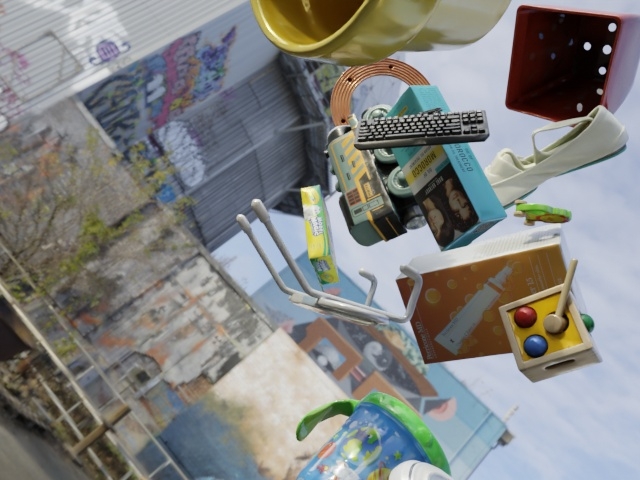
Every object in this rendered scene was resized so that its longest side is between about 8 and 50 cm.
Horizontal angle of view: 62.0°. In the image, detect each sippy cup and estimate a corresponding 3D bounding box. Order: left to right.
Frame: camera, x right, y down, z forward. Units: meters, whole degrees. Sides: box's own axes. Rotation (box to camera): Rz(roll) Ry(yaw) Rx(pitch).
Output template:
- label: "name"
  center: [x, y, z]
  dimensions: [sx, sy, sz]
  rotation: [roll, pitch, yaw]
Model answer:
- label: "sippy cup"
  center: [0.083, 0.442, 0.988]
  dimensions: [0.305, 0.224, 0.240]
  rotation: [-16, -78, 58]

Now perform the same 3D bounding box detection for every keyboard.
- label: "keyboard"
  center: [0.141, -0.163, 0.752]
  dimensions: [0.180, 0.108, 0.023]
  rotation: [-1, -56, 12]

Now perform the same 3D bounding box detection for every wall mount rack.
- label: "wall mount rack"
  center: [-0.008, 0.053, 0.923]
  dimensions: [0.304, 0.131, 0.350]
  rotation: [20, -10, -13]

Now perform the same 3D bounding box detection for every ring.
- label: "ring"
  center: [0.197, -0.403, 1.637]
  dimensions: [0.336, 0.336, 0.032]
  rotation: [48, -11, 7]

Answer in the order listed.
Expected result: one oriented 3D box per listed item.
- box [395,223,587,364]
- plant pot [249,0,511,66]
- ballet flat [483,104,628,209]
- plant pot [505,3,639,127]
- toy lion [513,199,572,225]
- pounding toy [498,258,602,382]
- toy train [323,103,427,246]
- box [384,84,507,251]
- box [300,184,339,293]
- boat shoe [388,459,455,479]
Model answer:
- label: "box"
  center: [0.374, 0.120, 1.170]
  dimensions: [0.345, 0.168, 0.215]
  rotation: [-16, -82, 29]
- label: "plant pot"
  center: [0.084, -0.312, 0.578]
  dimensions: [0.254, 0.239, 0.254]
  rotation: [7, -81, 51]
- label: "ballet flat"
  center: [0.498, -0.186, 1.254]
  dimensions: [0.400, 0.139, 0.139]
  rotation: [-28, -75, 23]
- label: "plant pot"
  center: [0.667, -0.464, 1.355]
  dimensions: [0.267, 0.235, 0.267]
  rotation: [34, -40, 44]
- label: "toy lion"
  center: [0.451, -0.054, 1.073]
  dimensions: [0.096, 0.034, 0.100]
  rotation: [1, -14, 40]
- label: "pounding toy"
  center: [0.360, 0.125, 0.823]
  dimensions: [0.100, 0.141, 0.130]
  rotation: [38, 35, -43]
- label: "toy train"
  center: [0.117, -0.146, 1.151]
  dimensions: [0.142, 0.190, 0.334]
  rotation: [46, 22, -55]
- label: "box"
  center: [0.184, -0.114, 0.832]
  dimensions: [0.100, 0.060, 0.244]
  rotation: [-48, -122, 52]
- label: "box"
  center: [0.000, 0.000, 0.976]
  dimensions: [0.105, 0.043, 0.179]
  rotation: [70, 12, -57]
- label: "boat shoe"
  center: [0.156, 0.264, 0.464]
  dimensions: [0.075, 0.083, 0.226]
  rotation: [-36, -73, 30]
